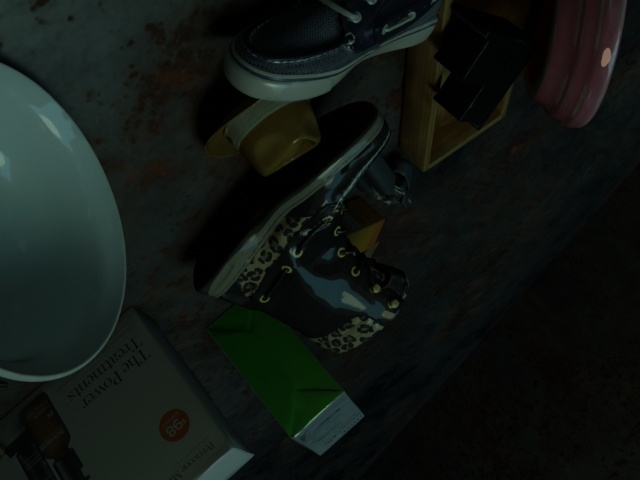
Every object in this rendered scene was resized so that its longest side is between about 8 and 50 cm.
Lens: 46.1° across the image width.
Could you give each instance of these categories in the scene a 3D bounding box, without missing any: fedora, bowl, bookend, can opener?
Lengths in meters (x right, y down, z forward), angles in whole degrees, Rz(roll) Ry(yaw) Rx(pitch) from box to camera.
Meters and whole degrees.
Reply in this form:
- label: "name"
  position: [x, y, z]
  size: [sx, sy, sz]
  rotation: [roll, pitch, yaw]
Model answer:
- label: "fedora"
  position: [-0.054, -0.137, 0.957]
  size: [0.194, 0.079, 0.194]
  rotation: [-34, 176, -3]
- label: "bowl"
  position: [-0.318, -0.005, 0.680]
  size: [0.134, 0.297, 0.298]
  rotation: [-17, 161, 18]
- label: "bookend"
  position: [0.211, -0.243, 1.079]
  size: [0.156, 0.072, 0.157]
  rotation: [-9, 139, -49]
- label: "can opener"
  position: [0.097, -0.129, 1.289]
  size: [0.283, 0.076, 0.095]
  rotation: [41, 63, -64]

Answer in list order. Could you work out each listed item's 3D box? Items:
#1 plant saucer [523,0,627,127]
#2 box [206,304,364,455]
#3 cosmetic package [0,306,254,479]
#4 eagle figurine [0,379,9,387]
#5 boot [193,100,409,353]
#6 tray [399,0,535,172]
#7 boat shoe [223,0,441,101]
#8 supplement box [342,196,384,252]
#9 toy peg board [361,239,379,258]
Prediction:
- label: "plant saucer"
  position: [0.366, -0.336, 1.118]
  size: [0.084, 0.332, 0.332]
  rotation: [5, 148, 4]
- label: "box"
  position: [-0.061, 0.250, 1.396]
  size: [0.127, 0.262, 0.231]
  rotation: [-41, 154, -5]
- label: "cosmetic package"
  position: [-0.330, 0.328, 1.103]
  size: [0.377, 0.284, 0.097]
  rotation: [-42, 155, -4]
- label: "eagle figurine"
  position: [-0.448, 0.121, 0.783]
  size: [0.227, 0.225, 0.298]
  rotation: [-8, -162, 17]
- label: "boot"
  position: [0.026, 0.000, 1.131]
  size: [0.284, 0.138, 0.377]
  rotation: [35, 107, -29]
- label: "tray"
  position: [0.230, -0.301, 1.185]
  size: [0.203, 0.076, 0.411]
  rotation: [-35, 154, -18]
- label: "boat shoe"
  position: [0.033, -0.287, 0.871]
  size: [0.341, 0.127, 0.158]
  rotation: [-35, 157, -38]
- label: "supplement box"
  position: [0.000, 0.000, 1.314]
  size: [0.233, 0.080, 0.078]
  rotation: [-24, 147, -38]
- label: "toy peg board"
  position: [0.018, 0.065, 1.463]
  size: [0.161, 0.079, 0.161]
  rotation: [-37, 159, -51]
